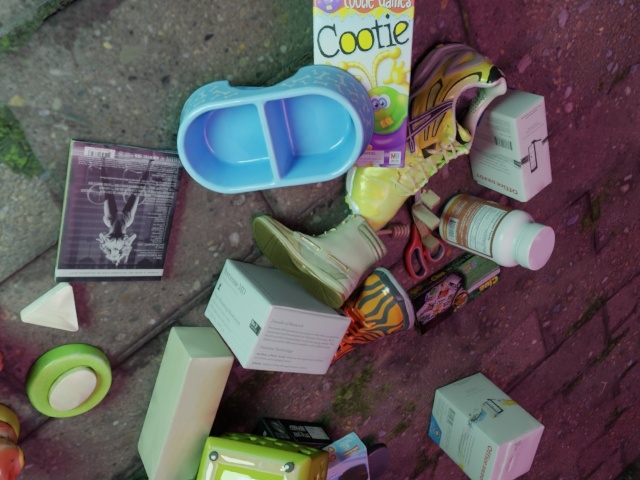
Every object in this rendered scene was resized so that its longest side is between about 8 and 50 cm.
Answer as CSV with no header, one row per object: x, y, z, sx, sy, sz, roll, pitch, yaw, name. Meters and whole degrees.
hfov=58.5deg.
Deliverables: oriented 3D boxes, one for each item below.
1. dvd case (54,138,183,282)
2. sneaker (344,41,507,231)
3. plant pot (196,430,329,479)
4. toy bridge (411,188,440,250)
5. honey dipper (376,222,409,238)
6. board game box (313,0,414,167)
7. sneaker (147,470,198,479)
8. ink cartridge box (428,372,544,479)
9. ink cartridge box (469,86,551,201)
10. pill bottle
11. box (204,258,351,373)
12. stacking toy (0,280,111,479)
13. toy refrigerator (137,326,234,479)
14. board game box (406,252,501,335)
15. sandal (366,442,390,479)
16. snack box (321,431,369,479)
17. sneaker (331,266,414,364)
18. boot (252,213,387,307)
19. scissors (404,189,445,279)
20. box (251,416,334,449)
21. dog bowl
-0.306,-0.038,0.874,0.164,0.018,0.221,2,113,-36,dvd case
0.180,-0.177,1.036,0.145,0.147,0.384,22,104,-41,sneaker
-0.117,0.477,1.043,0.207,0.227,0.228,75,25,-68,plant pot
0.211,-0.048,1.151,0.026,0.063,0.188,-38,150,-11,toy bridge
0.108,-0.016,1.154,0.161,0.030,0.030,-5,117,-30,honey dipper
0.065,-0.266,0.878,0.144,0.142,0.275,1,119,5,board game box
-0.355,0.527,1.060,0.296,0.131,0.112,-37,91,-19,sneaker
0.433,0.506,1.523,0.168,0.233,0.171,-12,121,-28,ink cartridge box
0.374,-0.198,1.152,0.086,0.148,0.203,-36,130,-14,ink cartridge box
0.366,-0.016,1.193,0.121,0.216,0.121,-17,118,-35,pill bottle
-0.078,0.134,1.012,0.182,0.181,0.119,15,104,-38,box
-0.457,0.227,0.846,0.279,0.130,0.309,-21,125,-23,stacking toy
-0.246,0.299,1.044,0.094,0.102,0.269,8,110,-36,toy refrigerator
0.324,0.110,1.368,0.260,0.030,0.136,-30,126,-16,board game box
0.107,0.614,1.494,0.097,0.054,0.254,1,124,-26,sandal
-0.040,0.570,1.254,0.322,0.060,0.187,-23,127,-20,snack box
0.058,0.167,1.081,0.180,0.124,0.321,-28,162,-18,sneaker
0.000,0.000,1.023,0.165,0.213,0.077,-44,168,-33,boot
0.202,-0.038,1.210,0.109,0.021,0.297,-34,130,-13,scissors
-0.080,0.481,1.269,0.180,0.077,0.147,20,103,-39,box
-0.070,-0.152,0.831,0.297,0.074,0.166,-6,119,9,dog bowl
